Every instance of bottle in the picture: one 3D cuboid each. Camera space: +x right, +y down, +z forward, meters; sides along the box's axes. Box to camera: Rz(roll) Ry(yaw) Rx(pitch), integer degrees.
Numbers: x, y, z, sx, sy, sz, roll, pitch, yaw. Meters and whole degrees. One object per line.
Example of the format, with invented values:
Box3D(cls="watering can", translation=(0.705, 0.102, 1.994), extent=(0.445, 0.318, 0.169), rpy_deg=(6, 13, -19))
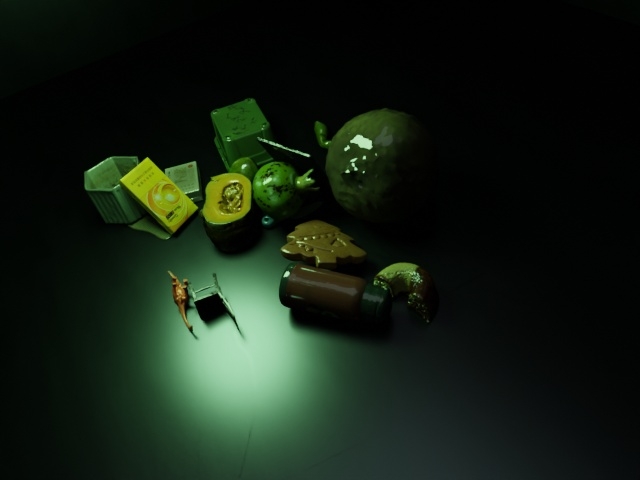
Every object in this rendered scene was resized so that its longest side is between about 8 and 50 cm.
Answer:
Box3D(cls="bottle", translation=(0.051, 0.163, 1.560), extent=(0.335, 0.144, 0.144), rpy_deg=(10, 50, 20))

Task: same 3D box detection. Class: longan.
Box3D(cls="longan", translation=(0.213, -0.247, 1.746), extent=(0.390, 0.391, 0.391), rpy_deg=(-6, 46, 6))

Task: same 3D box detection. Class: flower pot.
Box3D(cls="flower pot", translation=(-0.787, -0.198, 2.032), extent=(0.239, 0.190, 0.209), rpy_deg=(2, 46, 13))

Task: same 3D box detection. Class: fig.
Box3D(cls="fig", translation=(-0.317, -0.261, 2.052), extent=(0.156, 0.123, 0.123), rpy_deg=(-22, 46, 3))

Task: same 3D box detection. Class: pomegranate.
Box3D(cls="pomegranate", translation=(-0.122, -0.182, 1.832), extent=(0.262, 0.211, 0.211), rpy_deg=(-11, 44, 20))

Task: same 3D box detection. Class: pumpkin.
Box3D(cls="pumpkin", translation=(-0.349, -0.109, 1.906), extent=(0.221, 0.139, 0.317), rpy_deg=(-5, 49, 2))

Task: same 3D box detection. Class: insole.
Box3D(cls="insole", translation=(-0.664, -0.059, 2.004), extent=(0.253, 0.005, 0.086), rpy_deg=(20, 54, 27))

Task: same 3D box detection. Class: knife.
Box3D(cls="knife", translation=(-0.100, -0.097, 1.921), extent=(0.244, 0.032, 0.058), rpy_deg=(-17, 42, -11))

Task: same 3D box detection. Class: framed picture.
Box3D(cls="framed picture", translation=(-0.070, -0.257, 1.872), extent=(0.244, 0.324, 0.013), rpy_deg=(23, 79, 29))

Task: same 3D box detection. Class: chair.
Box3D(cls="chair", translation=(-0.340, 0.213, 1.635), extent=(0.101, 0.084, 0.213), rpy_deg=(-22, 47, -14))

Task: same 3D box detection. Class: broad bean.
Box3D(cls="broad bean", translation=(0.008, -0.458, 2.219), extent=(0.070, 0.048, 0.214), rpy_deg=(-20, 47, -7))

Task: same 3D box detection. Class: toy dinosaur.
Box3D(cls="toy dinosaur", translation=(-0.456, 0.183, 1.690), extent=(0.055, 0.102, 0.280), rpy_deg=(-8, 34, -19))

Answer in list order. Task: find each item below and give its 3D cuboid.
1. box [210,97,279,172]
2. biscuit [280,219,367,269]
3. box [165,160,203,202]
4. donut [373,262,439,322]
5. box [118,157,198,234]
Box3D(cls="box", translation=(-0.322, -0.453, 2.189), extent=(0.252, 0.178, 0.329), rpy_deg=(-21, 47, -11))
Box3D(cls="biscuit", translation=(0.000, 0.000, 1.738), extent=(0.283, 0.043, 0.306), rpy_deg=(1, 29, -11))
Box3D(cls="box", translation=(-0.560, -0.230, 2.109), extent=(0.140, 0.058, 0.201), rpy_deg=(-17, 47, -5))
Box3D(cls="donut", translation=(0.272, 0.134, 1.587), extent=(0.217, 0.085, 0.141), rpy_deg=(24, 56, 32))
Box3D(cls="box", translation=(-0.606, -0.167, 1.941), extent=(0.043, 0.269, 0.152), rpy_deg=(-26, 23, 52))
